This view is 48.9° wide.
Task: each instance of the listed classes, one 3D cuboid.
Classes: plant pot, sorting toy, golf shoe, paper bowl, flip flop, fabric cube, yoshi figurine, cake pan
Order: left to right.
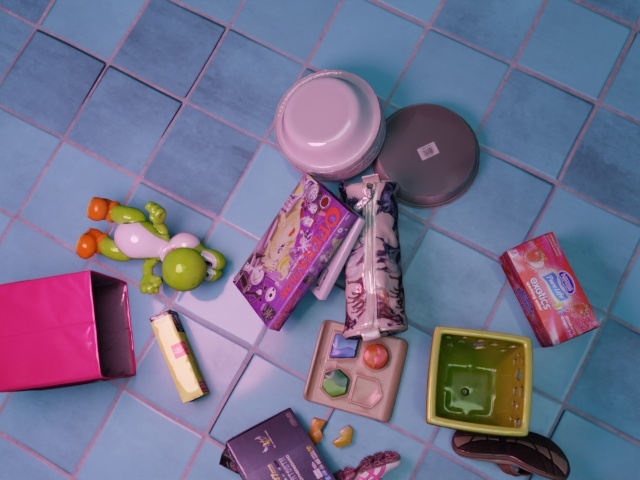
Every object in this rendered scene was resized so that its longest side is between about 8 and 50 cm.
[{"bbox_3d":[-0.628,0.229,1.726,0.258,0.254,0.259,-10,80,2],"label":"fabric cube"},{"bbox_3d":[-0.419,0.024,1.754,0.362,0.203,0.203,19,57,-2],"label":"yoshi figurine"},{"bbox_3d":[0.018,-0.304,1.811,0.284,0.148,0.284,-4,75,15],"label":"paper bowl"},{"bbox_3d":[0.077,0.371,1.763,0.229,0.041,0.307,14,81,6],"label":"sorting toy"},{"bbox_3d":[0.118,0.577,1.716,0.186,0.067,0.086,-27,95,6],"label":"golf shoe"},{"bbox_3d":[0.277,-0.231,1.854,0.293,0.054,0.293,-1,80,3],"label":"cake pan"},{"bbox_3d":[0.359,0.342,1.655,0.228,0.207,0.227,7,71,4],"label":"plant pot"},{"bbox_3d":[0.453,0.518,1.691,0.277,0.080,0.112,5,35,17],"label":"flip flop"}]

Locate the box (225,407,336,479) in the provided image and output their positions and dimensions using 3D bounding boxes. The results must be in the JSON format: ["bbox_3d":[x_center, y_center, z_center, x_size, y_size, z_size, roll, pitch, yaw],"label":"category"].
[{"bbox_3d":[-0.092,0.539,1.672,0.183,0.059,0.232,-23,60,-25],"label":"box"}]

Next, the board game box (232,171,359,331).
[{"bbox_3d":[-0.069,0.025,1.730,0.208,0.056,0.347,43,104,40],"label":"board game box"}]

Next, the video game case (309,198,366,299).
[{"bbox_3d":[0.000,0.000,1.747,0.206,0.026,0.227,42,112,45],"label":"video game case"}]

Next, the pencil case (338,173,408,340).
[{"bbox_3d":[0.127,0.049,1.732,0.160,0.183,0.410,-6,74,18],"label":"pencil case"}]

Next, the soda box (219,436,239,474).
[{"bbox_3d":[-0.160,0.552,1.727,0.169,0.053,0.060,24,41,8],"label":"soda box"}]

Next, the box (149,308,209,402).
[{"bbox_3d":[-0.356,0.292,1.783,0.058,0.087,0.232,-24,78,-1],"label":"box"}]

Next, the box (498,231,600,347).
[{"bbox_3d":[0.558,0.123,1.736,0.128,0.122,0.256,-23,79,-2],"label":"box"}]
